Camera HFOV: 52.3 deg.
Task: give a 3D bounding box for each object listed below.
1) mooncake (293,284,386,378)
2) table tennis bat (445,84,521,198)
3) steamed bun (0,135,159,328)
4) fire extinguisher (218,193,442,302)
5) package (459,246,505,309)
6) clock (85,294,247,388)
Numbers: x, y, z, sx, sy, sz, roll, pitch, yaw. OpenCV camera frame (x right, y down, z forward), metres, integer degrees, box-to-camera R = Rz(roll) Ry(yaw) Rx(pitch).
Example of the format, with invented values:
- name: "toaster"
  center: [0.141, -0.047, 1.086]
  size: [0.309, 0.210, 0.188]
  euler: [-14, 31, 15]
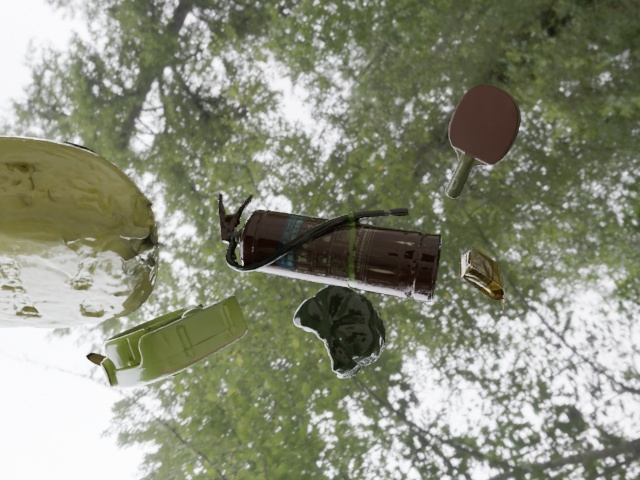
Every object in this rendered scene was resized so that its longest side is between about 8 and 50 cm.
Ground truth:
- name: "mooncake"
  center: [0.032, 0.167, 1.219]
  size: [0.175, 0.168, 0.104]
  euler: [14, 174, 25]
- name: "table tennis bat"
  center: [0.312, -0.194, 1.319]
  size: [0.138, 0.246, 0.022]
  euler: [37, -145, 25]
- name: "steamed bun"
  center: [-0.300, -0.018, 0.692]
  size: [0.273, 0.232, 0.166]
  euler: [-2, -123, -6]
- name: "fire extinguisher"
  center: [0.000, 0.000, 0.940]
  size: [0.341, 0.105, 0.141]
  euler: [10, -114, 13]
- name: "package"
  center: [0.344, 0.077, 1.338]
  size: [0.131, 0.047, 0.071]
  euler: [37, -146, -16]
- name: "clock"
  center: [-0.227, 0.145, 0.908]
  size: [0.170, 0.232, 0.069]
  euler: [-25, -85, -51]
